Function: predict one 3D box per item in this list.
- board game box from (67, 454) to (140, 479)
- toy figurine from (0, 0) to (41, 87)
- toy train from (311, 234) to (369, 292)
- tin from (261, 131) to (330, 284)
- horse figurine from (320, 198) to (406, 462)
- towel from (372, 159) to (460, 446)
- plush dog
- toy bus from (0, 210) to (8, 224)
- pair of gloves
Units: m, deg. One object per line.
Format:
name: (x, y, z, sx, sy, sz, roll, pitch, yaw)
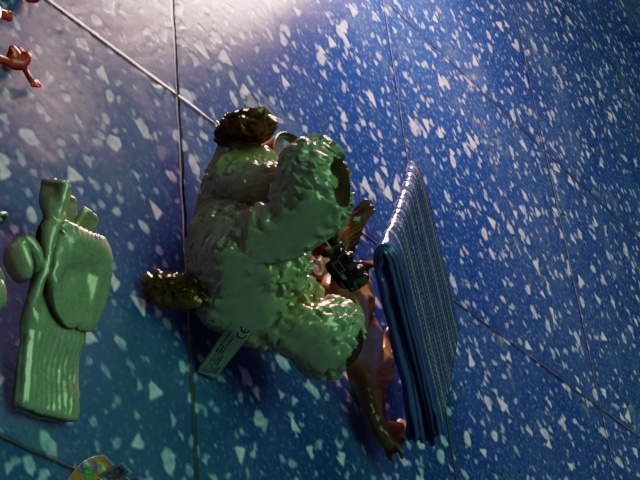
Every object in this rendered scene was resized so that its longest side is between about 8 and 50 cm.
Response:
board game box: (-0.148, 0.255, 1.288, 0.169, 0.033, 0.133, 49, 30, -27)
toy figurine: (-0.256, -0.348, 1.419, 0.191, 0.217, 0.363, 31, 42, -48)
toy train: (0.000, 0.000, 1.653, 0.158, 0.036, 0.027, 52, -6, 38)
tin: (-0.027, -0.033, 1.761, 0.106, 0.040, 0.190, 24, 47, -47)
horse figurine: (0.049, 0.091, 1.722, 0.174, 0.066, 0.263, -62, 140, -56)
towel: (0.111, 0.065, 1.803, 0.336, 0.040, 0.243, -65, 143, -69)
plush dog: (-0.068, -0.004, 1.549, 0.225, 0.210, 0.262, -96, 179, -61)
toy bus: (-0.340, -0.007, 0.992, 0.104, 0.191, 0.202, 64, 27, 0)
pair of gloves: (-0.248, 0.020, 1.241, 0.240, 0.042, 0.204, 41, 48, -49)
